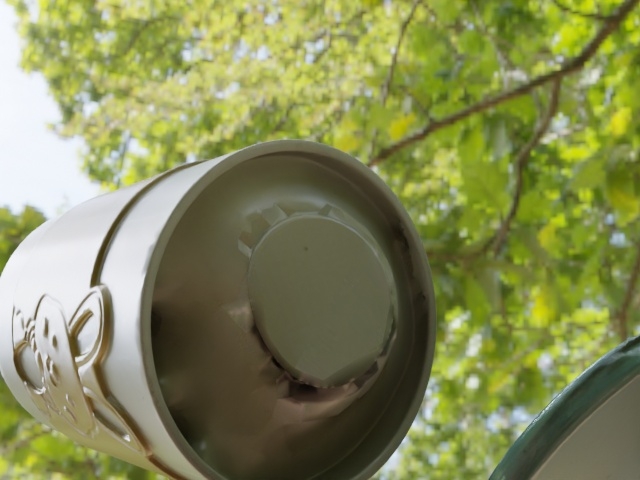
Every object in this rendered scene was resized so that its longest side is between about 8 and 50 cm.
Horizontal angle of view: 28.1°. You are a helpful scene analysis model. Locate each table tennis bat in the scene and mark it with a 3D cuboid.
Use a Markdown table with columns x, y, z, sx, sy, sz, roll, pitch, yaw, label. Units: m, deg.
| x | y | z | sx | sy | sz | roll | pitch | yaw | label |
| --- | --- | --- | --- | --- | --- | --- | --- | --- | --- |
| 0.153 | 0.066 | 0.558 | 0.153 | 0.040 | 0.244 | 15 | -65 | -49 | table tennis bat |

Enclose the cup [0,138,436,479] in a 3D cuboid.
| x | y | z | sx | sy | sz | roll | pitch | yaw | label |
| --- | --- | --- | --- | --- | --- | --- | --- | --- | --- |
| -0.065 | 0.072 | 0.714 | 0.185 | 0.241 | 0.226 | -17 | 9 | -38 | cup |
